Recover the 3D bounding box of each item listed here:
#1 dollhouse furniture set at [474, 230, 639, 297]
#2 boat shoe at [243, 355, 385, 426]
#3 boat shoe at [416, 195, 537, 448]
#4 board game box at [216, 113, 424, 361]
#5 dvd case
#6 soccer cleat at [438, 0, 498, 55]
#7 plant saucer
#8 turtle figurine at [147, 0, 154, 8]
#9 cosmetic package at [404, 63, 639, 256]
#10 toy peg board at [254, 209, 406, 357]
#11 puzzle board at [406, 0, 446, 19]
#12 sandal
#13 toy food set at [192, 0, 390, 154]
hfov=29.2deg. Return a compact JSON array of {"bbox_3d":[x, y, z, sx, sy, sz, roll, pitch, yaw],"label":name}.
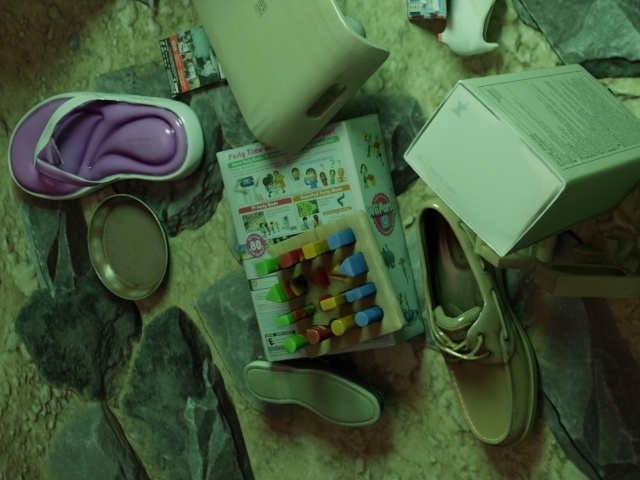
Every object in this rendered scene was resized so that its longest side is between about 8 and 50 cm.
[{"bbox_3d":[0.288,-0.017,1.450,0.151,0.144,0.123,-136,51,-63],"label":"dollhouse furniture set"},{"bbox_3d":[-0.001,0.201,1.740,0.228,0.069,0.081,11,118,33],"label":"boat shoe"},{"bbox_3d":[0.184,0.108,1.566,0.122,0.110,0.341,-13,92,36],"label":"boat shoe"},{"bbox_3d":[0.000,0.000,1.683,0.224,0.097,0.303,-10,95,35],"label":"board game box"},{"bbox_3d":[-0.182,-0.267,1.806,0.119,0.013,0.087,-12,93,37],"label":"dvd case"},{"bbox_3d":[0.187,-0.326,1.511,0.076,0.068,0.196,4,103,18],"label":"soccer cleat"},{"bbox_3d":[-0.296,0.009,1.932,0.168,0.029,0.168,7,103,33],"label":"plant saucer"},{"bbox_3d":[-0.241,-0.502,1.688,0.275,0.198,0.266,-27,79,32],"label":"turtle figurine"},{"bbox_3d":[0.246,-0.098,1.358,0.160,0.309,0.113,48,123,18],"label":"cosmetic package"},{"bbox_3d":[0.003,0.065,1.589,0.161,0.079,0.161,-21,89,36],"label":"toy peg board"},{"bbox_3d":[0.128,-0.325,1.531,0.128,0.011,0.096,-150,57,-72],"label":"puzzle board"},{"bbox_3d":[-0.361,-0.152,1.898,0.416,0.102,0.169,-7,95,36],"label":"sandal"},{"bbox_3d":[-0.043,-0.298,1.591,0.220,0.092,0.306,-43,62,41],"label":"toy food set"}]
